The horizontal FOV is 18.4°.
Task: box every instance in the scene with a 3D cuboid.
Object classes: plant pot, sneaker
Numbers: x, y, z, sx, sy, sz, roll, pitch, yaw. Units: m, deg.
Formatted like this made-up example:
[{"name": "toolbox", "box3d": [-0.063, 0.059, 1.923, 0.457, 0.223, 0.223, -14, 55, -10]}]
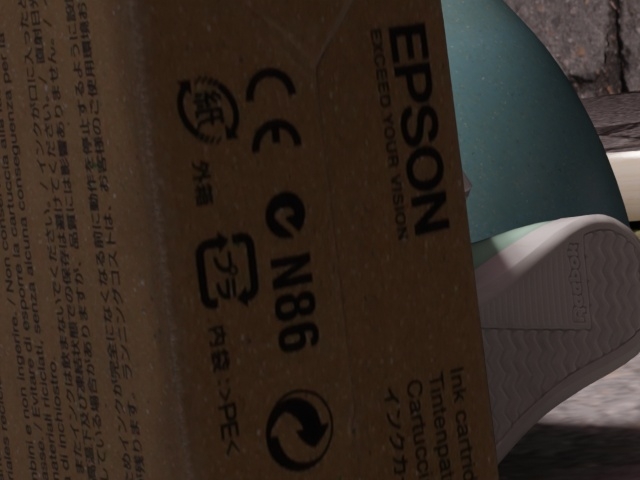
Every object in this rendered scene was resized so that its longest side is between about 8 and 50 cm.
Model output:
[{"name": "plant pot", "box3d": [0.035, -0.065, 1.215, 0.290, 0.195, 0.290, -9, 6, 1]}, {"name": "sneaker", "box3d": [0.010, 0.069, 0.817, 0.256, 0.094, 0.151, -22, 1, -39]}]

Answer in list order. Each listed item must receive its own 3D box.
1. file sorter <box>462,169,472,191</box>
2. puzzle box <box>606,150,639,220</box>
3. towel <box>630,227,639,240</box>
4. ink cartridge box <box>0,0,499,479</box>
[{"name": "file sorter", "box3d": [-0.102, -0.019, 0.784, 0.277, 0.173, 0.193, -30, -1, 3]}, {"name": "puzzle box", "box3d": [0.327, -0.044, 1.403, 0.409, 0.052, 0.272, -3, 1, 38]}, {"name": "towel", "box3d": [0.200, 0.010, 1.319, 0.110, 0.027, 0.148, -9, 7, -2]}, {"name": "ink cartridge box", "box3d": [-0.051, 0.036, 0.485, 0.088, 0.235, 0.193, -12, 9, -36]}]
